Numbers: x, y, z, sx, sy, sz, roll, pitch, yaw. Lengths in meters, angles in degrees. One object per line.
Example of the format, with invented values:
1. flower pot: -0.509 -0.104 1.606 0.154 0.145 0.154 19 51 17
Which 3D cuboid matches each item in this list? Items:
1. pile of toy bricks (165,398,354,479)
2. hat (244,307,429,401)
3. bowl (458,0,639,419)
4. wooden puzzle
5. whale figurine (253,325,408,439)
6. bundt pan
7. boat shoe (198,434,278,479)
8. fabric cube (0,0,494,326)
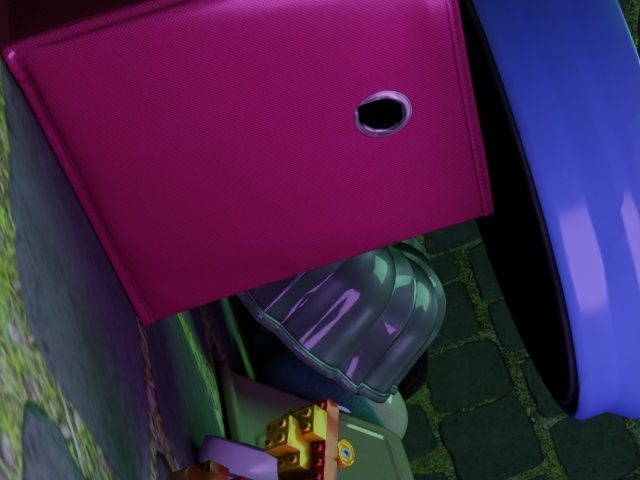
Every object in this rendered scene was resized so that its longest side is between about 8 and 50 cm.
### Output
1. pile of toy bricks: -0.051 0.166 0.583 0.105 0.118 0.212 36 42 -37
2. hat: -0.018 0.082 1.585 0.134 0.331 0.331 -23 97 -46
3. bowl: 0.147 -0.061 0.873 0.391 0.077 0.391 -18 90 -89
4. wooden puzzle: 0.007 0.230 1.176 0.238 0.044 0.221 28 25 -27
5. whale figurine: -0.015 0.195 1.445 0.216 0.141 0.272 49 -22 -3
6. bundt pan: 0.000 0.000 1.285 0.331 0.124 0.331 43 12 -12
7. boat shoe: -0.010 0.226 0.974 0.258 0.095 0.084 40 66 -42
8. fabric cube: -0.054 -0.142 0.873 0.254 0.258 0.259 72 0 -45
